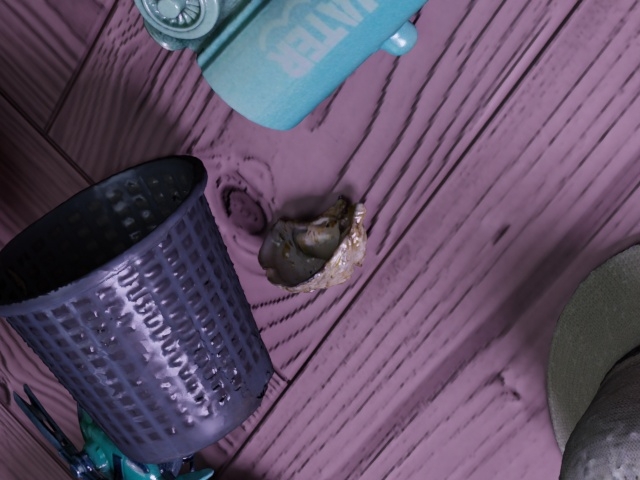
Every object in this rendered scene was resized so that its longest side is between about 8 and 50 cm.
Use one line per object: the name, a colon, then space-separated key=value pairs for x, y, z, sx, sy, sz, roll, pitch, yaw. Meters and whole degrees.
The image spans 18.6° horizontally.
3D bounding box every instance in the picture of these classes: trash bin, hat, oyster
trash bin: x=-0.116 y=0.053 z=1.300 sx=0.175 sy=0.175 sz=0.161 roll=-9 pitch=120 yaw=41
hat: x=0.212 y=0.137 z=1.096 sx=0.257 sy=0.130 sz=0.257 roll=18 pitch=123 yaw=29
oyster: x=0.000 y=0.000 z=1.268 sx=0.083 sy=0.038 sz=0.081 roll=40 pitch=111 yaw=52

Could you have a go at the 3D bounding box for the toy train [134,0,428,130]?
toy train: x=-0.005 y=-0.165 z=1.137 sx=0.159 sy=0.101 sz=0.248 roll=42 pitch=135 yaw=-9

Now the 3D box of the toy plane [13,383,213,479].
toy plane: x=-0.125 y=0.152 z=1.369 sx=0.235 sy=0.096 sz=0.060 roll=38 pitch=139 yaw=42
